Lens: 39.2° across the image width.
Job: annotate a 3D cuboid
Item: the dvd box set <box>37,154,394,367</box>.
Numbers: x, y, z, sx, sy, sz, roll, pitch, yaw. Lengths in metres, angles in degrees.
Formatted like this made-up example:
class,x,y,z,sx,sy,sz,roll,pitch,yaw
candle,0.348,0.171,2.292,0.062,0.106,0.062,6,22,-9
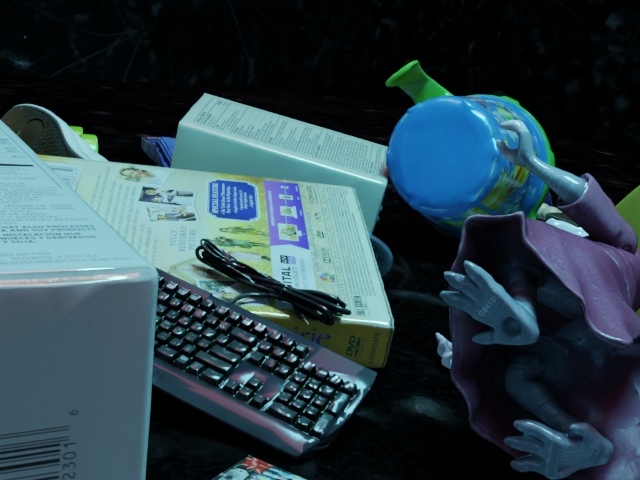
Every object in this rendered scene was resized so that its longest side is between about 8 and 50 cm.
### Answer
class,x,y,z,sx,sy,sz,roll,pitch,yaw
dvd box set,-0.152,0.012,0.959,0.421,0.062,0.307,5,28,-10

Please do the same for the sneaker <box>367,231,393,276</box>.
class,x,y,z,sx,sy,sz,roll,pitch,yaw
sneaker,0.000,0.000,1.189,0.209,0.069,0.082,12,12,16

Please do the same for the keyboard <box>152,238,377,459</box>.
class,x,y,z,sx,sy,sz,roll,pitch,yaw
keyboard,-0.096,0.064,0.795,0.317,0.033,0.201,24,34,18

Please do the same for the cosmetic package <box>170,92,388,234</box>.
class,x,y,z,sx,sy,sz,roll,pitch,yaw
cosmetic package,-0.056,-0.109,1.354,0.310,0.113,0.160,16,26,1

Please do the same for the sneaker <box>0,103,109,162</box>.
class,x,y,z,sx,sy,sz,roll,pitch,yaw
sneaker,-0.330,-0.078,1.209,0.290,0.106,0.123,38,-5,29

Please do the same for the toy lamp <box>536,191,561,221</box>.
class,x,y,z,sx,sy,sz,roll,pitch,yaw
toy lamp,0.413,-0.035,1.514,0.080,0.080,0.275,-2,20,-32

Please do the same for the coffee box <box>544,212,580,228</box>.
class,x,y,z,sx,sy,sz,roll,pitch,yaw
coffee box,0.423,0.039,1.194,0.141,0.098,0.246,-2,18,-32

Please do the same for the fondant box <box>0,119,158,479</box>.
class,x,y,z,sx,sy,sz,roll,pitch,yaw
fondant box,-0.188,0.076,0.476,0.096,0.238,0.330,-2,18,-28

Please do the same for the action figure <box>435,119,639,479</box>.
class,x,y,z,sx,sy,sz,roll,pitch,yaw
action figure,0.244,0.041,0.815,0.276,0.248,0.370,16,20,26

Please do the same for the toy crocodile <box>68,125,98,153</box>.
class,x,y,z,sx,sy,sz,roll,pitch,yaw
toy crocodile,-0.422,-0.124,1.403,0.115,0.105,0.340,2,12,-24

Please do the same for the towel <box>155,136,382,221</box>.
class,x,y,z,sx,sy,sz,roll,pitch,yaw
towel,-0.090,-0.101,1.495,0.336,0.040,0.243,2,29,-26

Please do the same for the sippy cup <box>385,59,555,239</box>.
class,x,y,z,sx,sy,sz,roll,pitch,yaw
sippy cup,0.209,-0.115,1.331,0.306,0.240,0.224,23,9,23

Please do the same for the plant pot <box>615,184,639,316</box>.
class,x,y,z,sx,sy,sz,roll,pitch,yaw
plant pot,0.460,0.005,0.958,0.212,0.187,0.212,0,57,-7

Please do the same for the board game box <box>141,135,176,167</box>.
class,x,y,z,sx,sy,sz,roll,pitch,yaw
board game box,-0.223,-0.150,1.651,0.194,0.060,0.194,0,16,-26

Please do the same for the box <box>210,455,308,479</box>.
class,x,y,z,sx,sy,sz,roll,pitch,yaw
box,-0.046,0.184,0.556,0.094,0.027,0.137,15,17,27
